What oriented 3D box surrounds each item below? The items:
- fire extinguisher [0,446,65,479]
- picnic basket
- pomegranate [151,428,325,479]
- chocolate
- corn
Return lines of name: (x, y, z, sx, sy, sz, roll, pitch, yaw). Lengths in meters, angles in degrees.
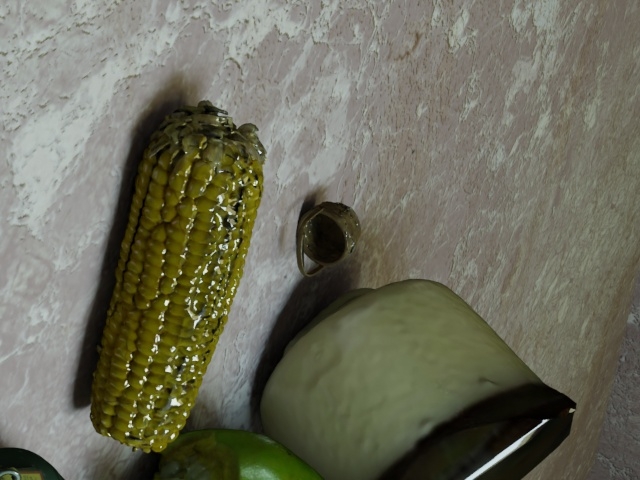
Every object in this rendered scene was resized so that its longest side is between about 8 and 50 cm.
fire extinguisher: (-0.236, 0.250, 1.239, 0.095, 0.114, 0.311, -24, 148, -2)
picnic basket: (0.000, 0.000, 1.575, 0.083, 0.072, 0.072, -37, 144, -49)
pomegranate: (-0.086, 0.301, 1.440, 0.236, 0.236, 0.302, -63, -175, -7)
chocolate: (0.079, 0.192, 1.663, 0.314, 0.297, 0.326, -38, 166, -2)
corn: (-0.123, 0.034, 1.280, 0.115, 0.115, 0.317, -19, 130, -61)
